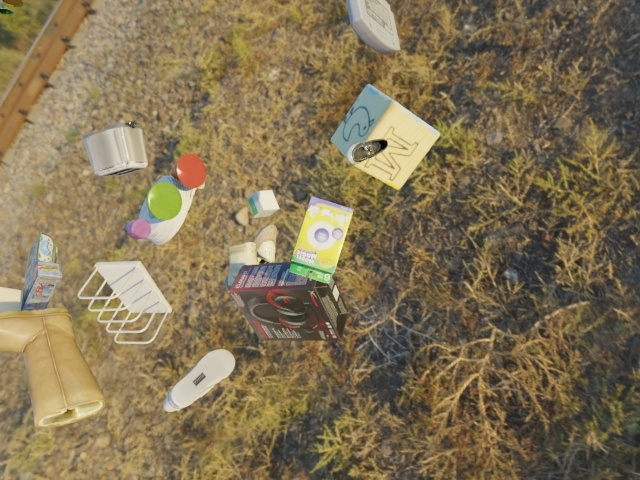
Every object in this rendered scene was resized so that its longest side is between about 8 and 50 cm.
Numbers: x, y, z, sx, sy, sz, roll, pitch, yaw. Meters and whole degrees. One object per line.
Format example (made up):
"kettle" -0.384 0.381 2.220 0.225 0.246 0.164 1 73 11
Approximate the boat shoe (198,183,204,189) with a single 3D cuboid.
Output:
"boat shoe" -0.487 -0.273 1.824 0.045 0.050 0.135 -51 47 52

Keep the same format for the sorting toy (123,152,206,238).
"sorting toy" -0.544 -0.150 1.532 0.126 0.127 0.365 3 51 39

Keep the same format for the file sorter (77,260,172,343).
"file sorter" -0.726 0.234 1.675 0.193 0.277 0.173 -3 41 15

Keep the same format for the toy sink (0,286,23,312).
"toy sink" -0.984 0.228 1.316 0.131 0.234 0.152 -50 47 21

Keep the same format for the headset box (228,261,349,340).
"headset box" -0.097 0.173 1.255 0.293 0.218 0.110 -5 39 24

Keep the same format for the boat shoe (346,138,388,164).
"boat shoe" 0.117 -0.226 1.118 0.040 0.049 0.142 -6 20 44

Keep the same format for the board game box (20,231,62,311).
"board game box" -0.782 0.086 1.271 0.194 0.060 0.194 -30 59 41

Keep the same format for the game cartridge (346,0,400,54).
"game cartridge" 0.174 -0.738 1.498 0.062 0.297 0.198 -9 86 33

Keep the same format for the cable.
"cable" -0.579 -0.114 1.667 0.257 0.089 0.257 -13 61 41

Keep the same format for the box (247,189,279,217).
"box" -0.267 -0.170 2.096 0.087 0.102 0.101 -31 77 40

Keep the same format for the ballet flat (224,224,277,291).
"ballet flat" -0.244 0.084 1.758 0.106 0.107 0.316 27 79 37

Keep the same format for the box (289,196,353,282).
"box" 0.000 0.000 1.028 0.043 0.105 0.179 100 -173 -84

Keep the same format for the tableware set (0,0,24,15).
"tableware set" -0.801 -0.613 1.138 0.154 0.104 0.024 -9 88 31

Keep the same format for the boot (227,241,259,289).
"boot" -0.219 0.087 1.578 0.077 0.213 0.165 110 156 -71

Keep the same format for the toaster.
"toaster" -0.671 -0.299 1.500 0.227 0.129 0.146 -10 95 22

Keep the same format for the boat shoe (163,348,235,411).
"boat shoe" -0.360 0.410 1.332 0.084 0.258 0.095 -40 82 32

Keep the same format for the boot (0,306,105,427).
"boot" -0.619 0.272 0.960 0.269 0.236 0.089 53 133 30

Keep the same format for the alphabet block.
"alphabet block" 0.180 -0.294 1.284 0.197 0.194 0.192 -55 33 18
